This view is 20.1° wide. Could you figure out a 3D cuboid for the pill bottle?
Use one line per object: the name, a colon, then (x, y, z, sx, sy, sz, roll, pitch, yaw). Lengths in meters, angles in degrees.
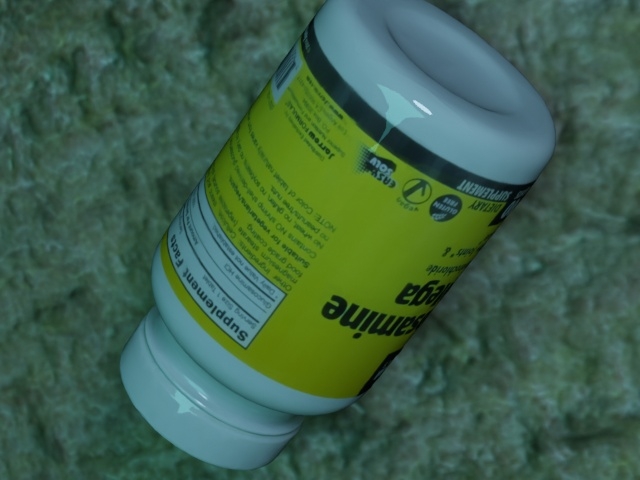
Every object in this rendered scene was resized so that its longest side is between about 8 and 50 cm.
pill bottle: (0.000, 0.000, 1.279, 0.188, 0.188, 0.334, 43, 116, 14)
